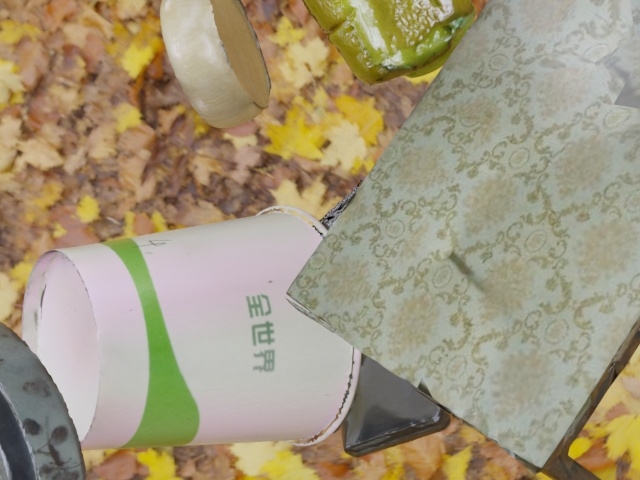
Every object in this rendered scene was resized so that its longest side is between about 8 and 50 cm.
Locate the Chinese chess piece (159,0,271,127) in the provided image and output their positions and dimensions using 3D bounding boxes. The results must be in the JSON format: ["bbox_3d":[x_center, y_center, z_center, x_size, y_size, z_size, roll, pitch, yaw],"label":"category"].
[{"bbox_3d":[-0.172,-0.311,1.801,0.103,0.250,0.249,-19,77,13],"label":"Chinese chess piece"}]

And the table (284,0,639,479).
[{"bbox_3d":[0.209,-0.004,0.702,0.222,0.272,0.335,31,85,46],"label":"table"}]

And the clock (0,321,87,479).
[{"bbox_3d":[-0.242,0.152,0.740,0.215,0.042,0.214,9,105,36],"label":"clock"}]

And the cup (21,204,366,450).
[{"bbox_3d":[-0.132,0.096,1.068,0.253,0.274,0.253,8,100,53],"label":"cup"}]

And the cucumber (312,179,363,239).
[{"bbox_3d":[0.000,-0.001,1.837,0.245,0.067,0.067,-42,73,3],"label":"cucumber"}]

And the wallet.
[{"bbox_3d":[0.083,0.153,1.406,0.149,0.044,0.250,-19,47,15],"label":"wallet"}]

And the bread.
[{"bbox_3d":[0.019,-0.350,1.244,0.166,0.112,0.383,-35,93,-15],"label":"bread"}]
